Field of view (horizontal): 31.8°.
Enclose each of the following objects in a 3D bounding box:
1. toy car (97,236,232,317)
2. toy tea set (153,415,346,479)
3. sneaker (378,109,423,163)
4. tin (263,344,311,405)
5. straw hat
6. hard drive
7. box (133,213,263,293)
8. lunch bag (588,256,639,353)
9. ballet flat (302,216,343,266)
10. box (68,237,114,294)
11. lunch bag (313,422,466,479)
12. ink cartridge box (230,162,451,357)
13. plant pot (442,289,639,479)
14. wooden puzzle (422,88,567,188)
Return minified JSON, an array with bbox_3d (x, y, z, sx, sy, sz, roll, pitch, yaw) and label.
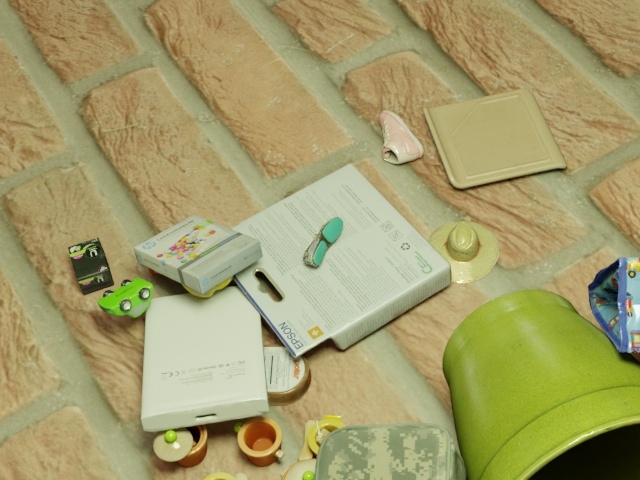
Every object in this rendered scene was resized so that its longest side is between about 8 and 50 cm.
[{"bbox_3d":[-0.295,0.082,1.997,0.239,0.053,0.225,20,40,41],"label":"toy car"},{"bbox_3d":[-0.103,0.348,1.773,0.336,0.124,0.200,0,52,5],"label":"toy tea set"},{"bbox_3d":[0.139,-0.203,2.226,0.070,0.051,0.134,-26,58,-21],"label":"sneaker"},{"bbox_3d":[-0.111,0.229,1.925,0.189,0.040,0.106,-1,56,5],"label":"tin"},{"bbox_3d":[0.260,0.002,2.050,0.144,0.061,0.145,-3,52,4],"label":"straw hat"},{"bbox_3d":[-0.197,0.191,1.901,0.203,0.040,0.307,-9,34,-1],"label":"hard drive"},{"bbox_3d":[-0.216,0.021,1.988,0.145,0.038,0.186,-31,35,-33],"label":"box"},{"bbox_3d":[0.530,0.095,1.678,0.220,0.293,0.138,0,87,4],"label":"lunch bag"},{"bbox_3d":[0.000,0.000,2.005,0.041,0.041,0.114,19,54,19],"label":"ballet flat"},{"bbox_3d":[-0.425,0.048,2.084,0.062,0.052,0.083,-19,53,-8],"label":"box"},{"bbox_3d":[0.108,0.444,1.588,0.212,0.256,0.305,-7,52,17],"label":"lunch bag"},{"bbox_3d":[0.012,0.041,2.036,0.330,0.071,0.324,-30,53,-15],"label":"ink cartridge box"},{"bbox_3d":[0.350,0.271,1.682,0.366,0.367,0.353,-16,40,-7],"label":"plant pot"},{"bbox_3d":[0.340,-0.199,2.216,0.238,0.044,0.221,-9,51,-8],"label":"wooden puzzle"}]
